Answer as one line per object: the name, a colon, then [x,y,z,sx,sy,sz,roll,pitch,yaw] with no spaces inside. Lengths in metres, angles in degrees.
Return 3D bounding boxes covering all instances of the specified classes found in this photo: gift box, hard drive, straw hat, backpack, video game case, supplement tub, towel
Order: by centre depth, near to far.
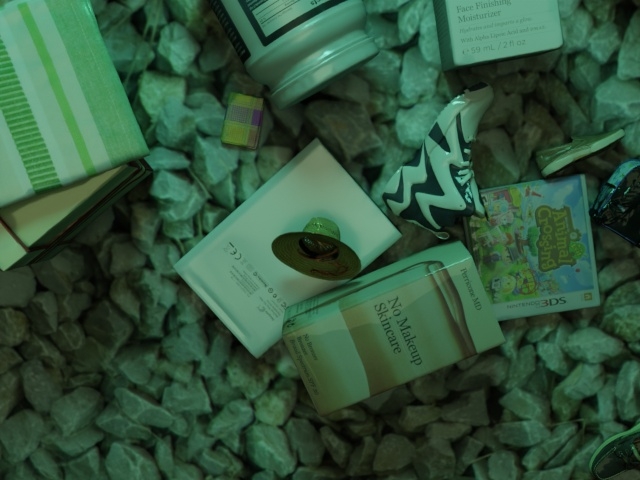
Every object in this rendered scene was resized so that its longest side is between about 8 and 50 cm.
towel: [-0.416,-0.168,1.019,0.324,0.038,0.248,-21,93,-5]
supplement tub: [-0.054,-0.343,1.120,0.191,0.191,0.272,-28,97,8]
gift box: [-0.437,-0.121,1.160,0.258,0.255,0.276,-41,89,-1]
backpack: [0.469,-0.061,1.189,0.105,0.084,0.114,30,102,-7]
straw hat: [0.000,0.000,1.194,0.144,0.144,0.061,13,61,1]
video game case: [0.327,0.014,1.242,0.193,0.023,0.213,-9,99,5]
towel: [-0.122,-0.186,1.242,0.060,0.009,0.083,11,99,2]
hard drive: [-0.053,0.015,1.257,0.307,0.040,0.203,-41,95,9]

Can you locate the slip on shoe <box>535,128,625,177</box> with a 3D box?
slip on shoe: [0.392,-0.142,1.202,0.135,0.051,0.041,-27,79,11]

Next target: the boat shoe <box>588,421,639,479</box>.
boat shoe: [0.499,0.335,1.272,0.152,0.049,0.056,-42,95,9]

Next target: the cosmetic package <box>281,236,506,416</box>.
cosmetic package: [0.105,0.127,1.191,0.296,0.129,0.153,-25,102,5]

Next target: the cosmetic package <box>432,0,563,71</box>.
cosmetic package: [0.241,-0.345,1.121,0.151,0.151,0.184,-10,99,4]

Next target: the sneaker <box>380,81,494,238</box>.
sneaker: [0.214,-0.104,1.177,0.153,0.094,0.235,41,100,11]
